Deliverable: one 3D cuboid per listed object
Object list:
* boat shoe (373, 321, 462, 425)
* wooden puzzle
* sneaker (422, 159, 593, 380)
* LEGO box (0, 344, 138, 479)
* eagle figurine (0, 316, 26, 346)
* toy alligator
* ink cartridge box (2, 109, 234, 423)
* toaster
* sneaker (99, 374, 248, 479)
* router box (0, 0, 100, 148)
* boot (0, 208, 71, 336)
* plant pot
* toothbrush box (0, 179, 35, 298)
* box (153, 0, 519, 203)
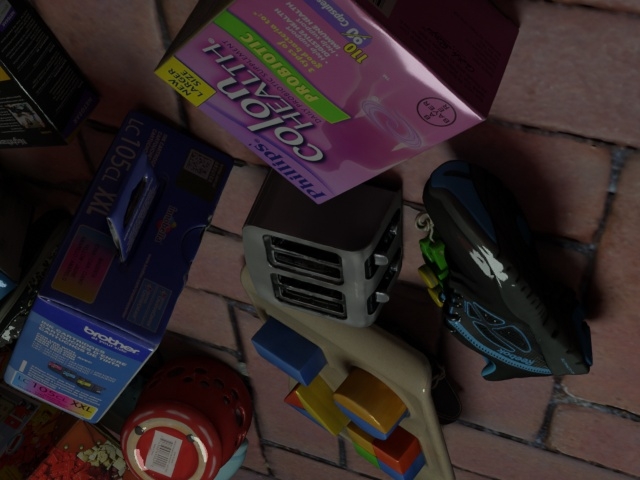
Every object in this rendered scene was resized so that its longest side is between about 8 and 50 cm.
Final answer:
[{"bbox_3d":[0.137,0.188,1.385,0.206,0.075,0.065,46,146,-23],"label":"boat shoe"},{"bbox_3d":[0.029,0.211,1.397,0.322,0.080,0.348,30,153,31],"label":"wooden puzzle"},{"bbox_3d":[0.180,0.055,1.087,0.139,0.125,0.341,-18,131,25],"label":"sneaker"},{"bbox_3d":[-0.576,0.417,1.772,0.500,0.372,0.193,20,155,53],"label":"LEGO box"},{"bbox_3d":[-0.637,0.087,1.637,0.298,0.226,0.225,-11,94,34],"label":"eagle figurine"},{"bbox_3d":[0.135,0.018,1.163,0.051,0.056,0.190,52,174,47],"label":"toy alligator"},{"bbox_3d":[-0.247,0.031,1.226,0.151,0.270,0.395,27,148,-13],"label":"ink cartridge box"},{"bbox_3d":[0.000,0.000,1.167,0.185,0.110,0.168,15,146,15],"label":"toaster"},{"bbox_3d":[-0.284,0.295,1.814,0.366,0.135,0.150,37,109,-4],"label":"sneaker"},{"bbox_3d":[-0.449,-0.216,1.177,0.308,0.081,0.243,1,141,33],"label":"router box"},{"bbox_3d":[-0.392,0.096,1.463,0.085,0.236,0.178,10,152,46],"label":"boot"},{"bbox_3d":[-0.221,0.309,1.643,0.191,0.174,0.191,3,111,8],"label":"plant pot"},{"bbox_3d":[-0.554,0.056,1.399,0.295,0.216,0.126,-38,119,13],"label":"toothbrush box"},{"bbox_3d":[0.009,-0.170,0.904,0.213,0.117,0.243,38,146,-21],"label":"box"}]
